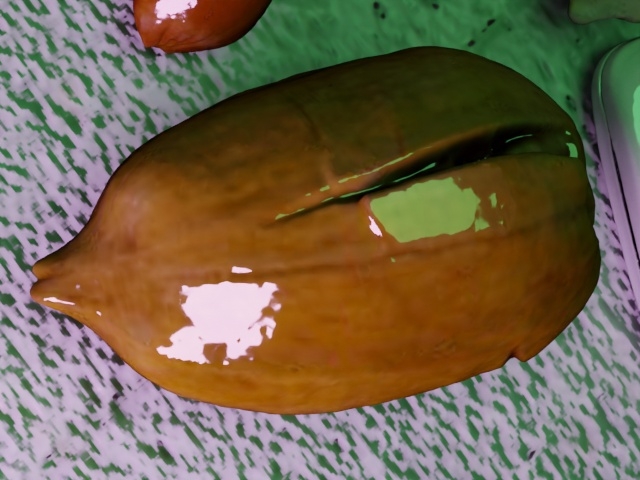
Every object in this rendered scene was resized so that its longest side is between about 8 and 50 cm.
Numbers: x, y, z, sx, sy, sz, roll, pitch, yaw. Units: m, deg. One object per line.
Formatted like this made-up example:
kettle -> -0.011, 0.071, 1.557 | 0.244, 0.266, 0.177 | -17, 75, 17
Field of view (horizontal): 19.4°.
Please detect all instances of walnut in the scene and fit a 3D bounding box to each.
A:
walnut -> 0.000, 0.000, 1.073 | 0.336, 0.209, 0.209 | -10, 91, -13

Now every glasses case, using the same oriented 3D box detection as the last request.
glasses case -> 0.242, -0.023, 1.242 | 0.092, 0.059, 0.233 | -13, 92, -21

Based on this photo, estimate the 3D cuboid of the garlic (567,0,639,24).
garlic -> 0.165, -0.332, 1.180 | 0.340, 0.246, 0.231 | 40, 40, -7

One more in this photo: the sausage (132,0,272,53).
sausage -> -0.025, -0.240, 1.082 | 0.083, 0.089, 0.300 | 27, 102, 17
